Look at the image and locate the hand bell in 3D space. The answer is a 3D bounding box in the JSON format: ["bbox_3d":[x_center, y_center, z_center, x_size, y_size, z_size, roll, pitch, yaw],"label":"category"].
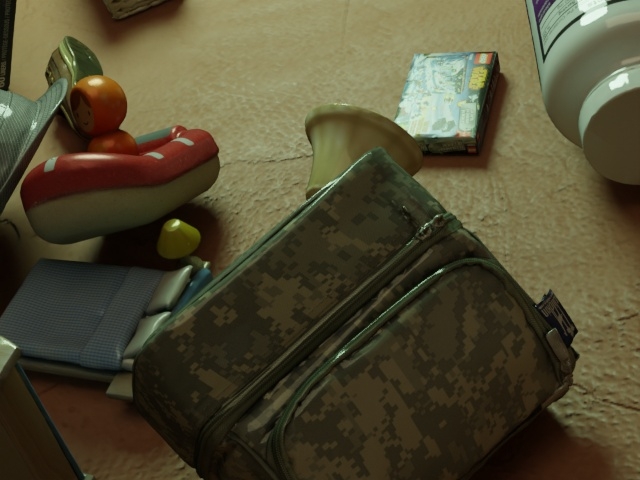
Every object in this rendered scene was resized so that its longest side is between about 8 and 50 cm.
[{"bbox_3d":[0.000,0.000,1.487,0.126,0.126,0.242,10,62,26],"label":"hand bell"}]

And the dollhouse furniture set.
[{"bbox_3d":[-0.288,0.063,1.431,0.286,0.198,0.303,8,49,24],"label":"dollhouse furniture set"}]

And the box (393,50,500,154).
[{"bbox_3d":[0.132,-0.145,1.626,0.094,0.027,0.137,1,47,20],"label":"box"}]

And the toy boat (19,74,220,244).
[{"bbox_3d":[-0.209,-0.090,1.535,0.151,0.151,0.231,-14,11,26],"label":"toy boat"}]

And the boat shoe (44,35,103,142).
[{"bbox_3d":[-0.278,-0.162,1.760,0.060,0.064,0.178,-44,39,17],"label":"boat shoe"}]

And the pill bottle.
[{"bbox_3d":[0.300,-0.208,1.525,0.181,0.181,0.323,-10,45,8],"label":"pill bottle"}]

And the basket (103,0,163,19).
[{"bbox_3d":[-0.243,-0.367,1.915,0.113,0.103,0.167,-23,45,-6],"label":"basket"}]

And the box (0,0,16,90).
[{"bbox_3d":[-0.501,-0.254,1.768,0.270,0.165,0.143,-15,35,-40],"label":"box"}]

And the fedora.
[{"bbox_3d":[-0.378,-0.075,1.561,0.275,0.124,0.244,-59,18,4],"label":"fedora"}]

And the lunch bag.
[{"bbox_3d":[0.032,0.111,1.277,0.305,0.212,0.256,-40,80,-20],"label":"lunch bag"}]
